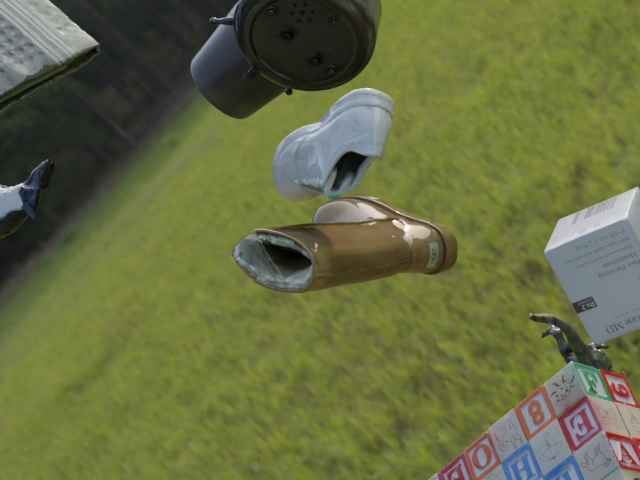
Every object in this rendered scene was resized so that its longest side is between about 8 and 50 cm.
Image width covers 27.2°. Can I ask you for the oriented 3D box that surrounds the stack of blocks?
[{"bbox_3d":[0.215,0.283,1.364,0.297,0.087,0.171,-46,44,31],"label":"stack of blocks"}]

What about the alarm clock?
[{"bbox_3d":[0.002,-0.203,1.177,0.192,0.129,0.064,-32,31,32],"label":"alarm clock"}]

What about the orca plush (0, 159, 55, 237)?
[{"bbox_3d":[-0.458,-0.056,1.804,0.287,0.151,0.102,-21,-8,31],"label":"orca plush"}]

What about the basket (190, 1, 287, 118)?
[{"bbox_3d":[-0.081,-0.302,2.031,0.227,0.154,0.204,-41,53,29],"label":"basket"}]

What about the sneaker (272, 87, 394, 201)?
[{"bbox_3d":[0.007,-0.079,1.449,0.212,0.080,0.094,-42,41,52],"label":"sneaker"}]

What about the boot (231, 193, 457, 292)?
[{"bbox_3d":[0.000,0.000,1.577,0.236,0.089,0.269,8,10,43],"label":"boot"}]

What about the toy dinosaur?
[{"bbox_3d":[0.367,0.163,1.834,0.064,0.268,0.118,-41,20,10],"label":"toy dinosaur"}]

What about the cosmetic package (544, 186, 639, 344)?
[{"bbox_3d":[0.480,0.041,2.150,0.151,0.183,0.151,-25,11,28],"label":"cosmetic package"}]

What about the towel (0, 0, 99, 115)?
[{"bbox_3d":[-0.474,-0.261,1.586,0.312,0.324,0.056,-39,-15,-48],"label":"towel"}]
